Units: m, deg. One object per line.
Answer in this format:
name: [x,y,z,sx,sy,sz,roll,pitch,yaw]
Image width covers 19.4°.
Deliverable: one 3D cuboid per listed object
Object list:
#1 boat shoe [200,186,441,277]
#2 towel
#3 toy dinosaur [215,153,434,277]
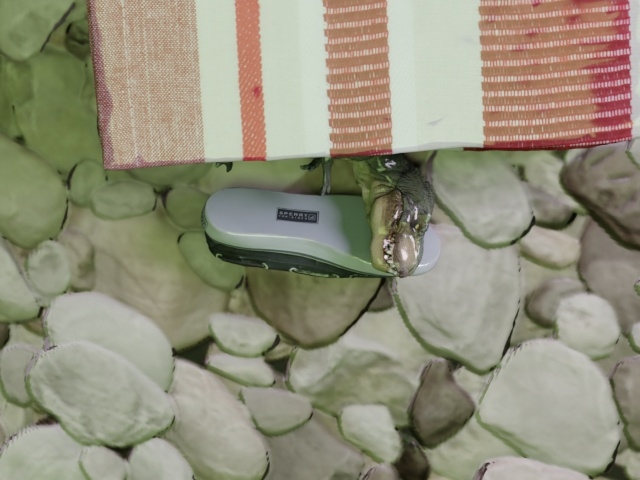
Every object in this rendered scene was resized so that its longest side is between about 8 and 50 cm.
boat shoe: [0.000,0.000,1.107,0.142,0.049,0.040,10,143,4]
towel: [0.035,-0.163,1.011,0.329,0.037,0.237,-3,98,1]
toy dinosaur: [-0.018,-0.102,1.067,0.118,0.064,0.268,-15,101,10]
